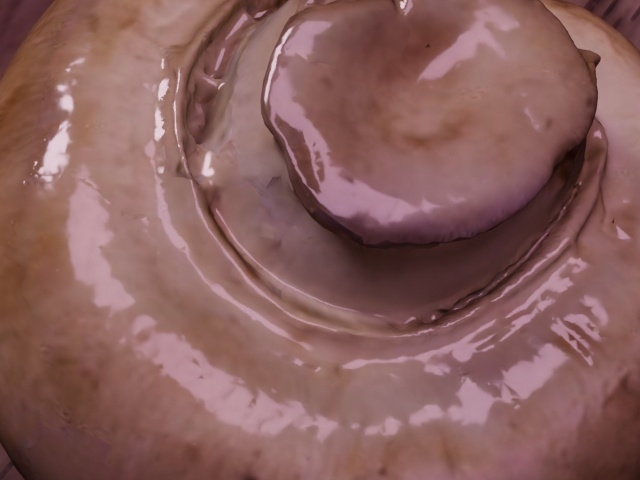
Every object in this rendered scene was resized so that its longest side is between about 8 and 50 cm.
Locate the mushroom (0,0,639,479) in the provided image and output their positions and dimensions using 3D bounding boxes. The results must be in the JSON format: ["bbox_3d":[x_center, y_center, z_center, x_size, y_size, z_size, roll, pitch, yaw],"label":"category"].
[{"bbox_3d":[0.000,0.000,0.621,0.254,0.184,0.255,5,69,-13],"label":"mushroom"}]
